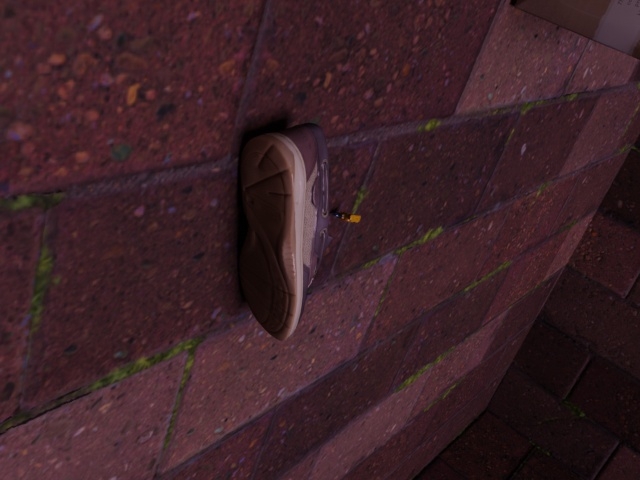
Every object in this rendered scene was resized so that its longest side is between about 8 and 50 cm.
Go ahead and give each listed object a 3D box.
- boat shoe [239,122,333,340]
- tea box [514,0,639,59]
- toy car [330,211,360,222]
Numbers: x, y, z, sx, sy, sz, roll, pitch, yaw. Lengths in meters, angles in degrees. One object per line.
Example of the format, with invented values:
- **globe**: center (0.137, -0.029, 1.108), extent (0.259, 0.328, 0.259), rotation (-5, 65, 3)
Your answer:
- **boat shoe**: center (-0.032, -0.003, 0.799), extent (0.092, 0.103, 0.285), rotation (-30, 139, -33)
- **tea box**: center (0.501, -0.452, 1.043), extent (0.324, 0.220, 0.328), rotation (-17, 135, -51)
- **toy car**: center (0.000, 0.000, 0.920), extent (0.122, 0.041, 0.060), rotation (-20, 116, -47)
